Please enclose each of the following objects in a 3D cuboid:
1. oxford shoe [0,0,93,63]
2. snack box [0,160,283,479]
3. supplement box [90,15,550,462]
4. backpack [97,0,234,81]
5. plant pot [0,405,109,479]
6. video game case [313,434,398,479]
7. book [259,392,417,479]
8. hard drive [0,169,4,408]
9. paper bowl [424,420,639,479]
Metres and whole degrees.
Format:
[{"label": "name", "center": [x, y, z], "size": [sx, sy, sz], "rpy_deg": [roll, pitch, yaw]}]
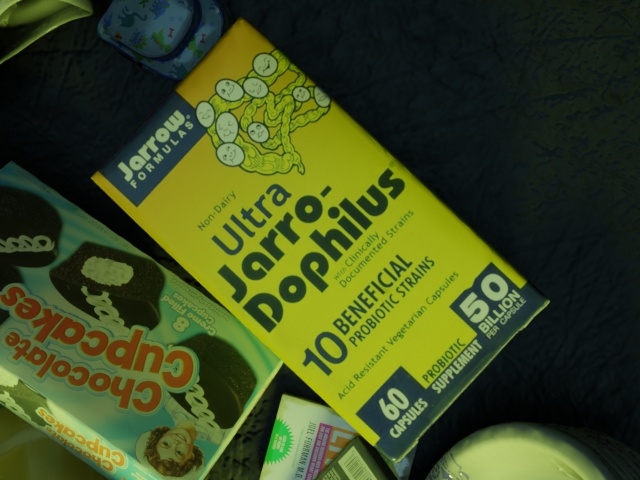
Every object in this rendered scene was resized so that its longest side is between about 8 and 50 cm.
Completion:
[{"label": "oxford shoe", "center": [-0.410, -0.170, 1.074], "size": [0.449, 0.169, 0.130], "rpy_deg": [-31, 92, 2]}, {"label": "snack box", "center": [-0.209, 0.083, 0.998], "size": [0.322, 0.187, 0.060], "rpy_deg": [34, 137, 2]}, {"label": "supplement box", "center": [0.000, 0.000, 1.017], "size": [0.356, 0.195, 0.194], "rpy_deg": [43, 90, 2]}, {"label": "backpack", "center": [-0.149, -0.211, 1.082], "size": [0.114, 0.084, 0.105], "rpy_deg": [32, 98, 0]}, {"label": "plant pot", "center": [-0.224, 0.294, 1.008], "size": [0.254, 0.239, 0.254], "rpy_deg": [-3, 107, -11]}, {"label": "video game case", "center": [0.004, 0.351, 1.061], "size": [0.274, 0.026, 0.196], "rpy_deg": [-50, 56, 18]}, {"label": "book", "center": [0.019, 0.219, 1.122], "size": [0.144, 0.035, 0.096], "rpy_deg": [15, 91, 6]}, {"label": "hard drive", "center": [-0.345, 0.120, 1.132], "size": [0.237, 0.064, 0.339], "rpy_deg": [33, 95, 3]}, {"label": "paper bowl", "center": [0.218, 0.311, 1.007], "size": [0.148, 0.284, 0.284], "rpy_deg": [13, 96, -37]}]
